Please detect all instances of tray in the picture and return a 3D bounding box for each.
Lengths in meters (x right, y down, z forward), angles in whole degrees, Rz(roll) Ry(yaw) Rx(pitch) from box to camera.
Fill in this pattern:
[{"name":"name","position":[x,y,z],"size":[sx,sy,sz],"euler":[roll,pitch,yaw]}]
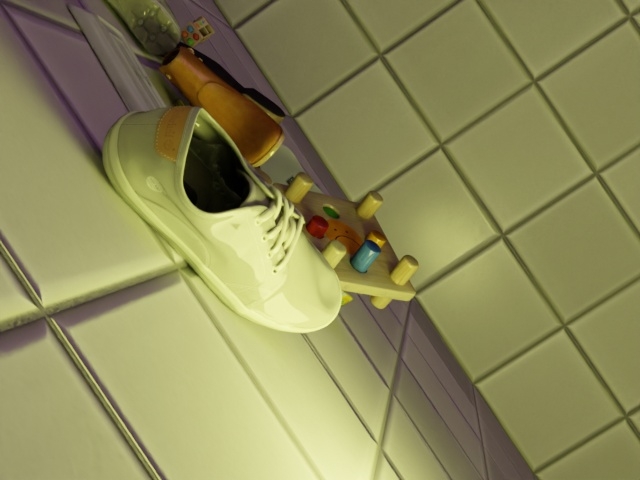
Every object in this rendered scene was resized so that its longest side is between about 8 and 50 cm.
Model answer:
[{"name":"tray","position":[-0.297,-0.255,1.508],"size":[0.270,0.030,0.145],"euler":[58,7,14]}]

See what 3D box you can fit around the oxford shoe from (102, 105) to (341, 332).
[{"name":"oxford shoe","position":[-0.090,-0.014,1.237],"size":[0.449,0.130,0.169],"euler":[45,43,-40]}]

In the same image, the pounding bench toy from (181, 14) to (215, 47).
[{"name":"pounding bench toy","position":[-0.314,-0.502,2.337],"size":[0.052,0.083,0.065],"euler":[52,40,-8]}]

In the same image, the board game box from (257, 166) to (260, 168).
[{"name":"board game box","position":[-0.206,-0.271,2.108],"size":[0.259,0.039,0.124],"euler":[51,9,-47]}]

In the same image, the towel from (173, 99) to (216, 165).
[{"name":"towel","position":[-0.201,-0.150,1.705],"size":[0.237,0.021,0.102],"euler":[61,4,39]}]

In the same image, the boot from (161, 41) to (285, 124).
[{"name":"boot","position":[-0.225,-0.296,1.915],"size":[0.305,0.115,0.112],"euler":[39,21,4]}]

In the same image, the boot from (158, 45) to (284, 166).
[{"name":"boot","position":[-0.192,-0.248,1.717],"size":[0.211,0.104,0.295],"euler":[46,-4,-29]}]

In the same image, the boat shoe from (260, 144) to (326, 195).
[{"name":"boat shoe","position":[-0.034,-0.077,2.110],"size":[0.301,0.108,0.102],"euler":[55,3,15]}]

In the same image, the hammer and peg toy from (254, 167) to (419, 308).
[{"name":"hammer and peg toy","position":[0.000,0.000,1.785],"size":[0.361,0.127,0.266],"euler":[11,39,-38]}]

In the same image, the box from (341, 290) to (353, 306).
[{"name":"box","position":[0.000,0.067,1.928],"size":[0.105,0.043,0.179],"euler":[60,7,27]}]

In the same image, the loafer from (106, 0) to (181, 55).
[{"name":"loafer","position":[-0.371,-0.491,1.771],"size":[0.319,0.112,0.111],"euler":[60,0,-28]}]
